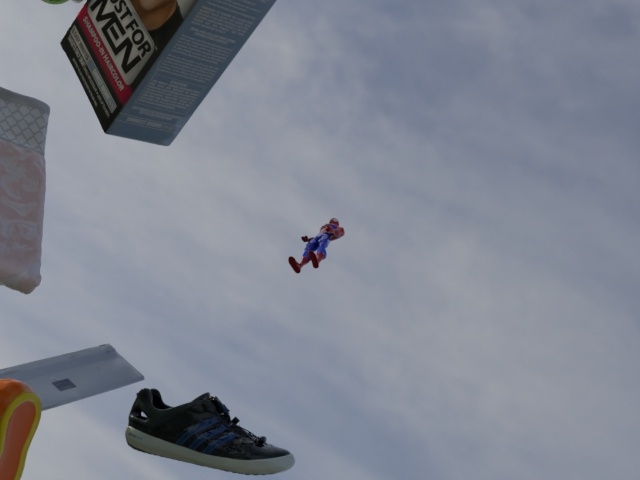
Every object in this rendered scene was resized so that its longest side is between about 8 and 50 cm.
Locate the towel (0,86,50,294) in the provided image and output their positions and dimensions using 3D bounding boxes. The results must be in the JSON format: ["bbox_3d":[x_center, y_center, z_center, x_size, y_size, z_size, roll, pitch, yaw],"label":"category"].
[{"bbox_3d":[-0.495,-0.110,1.312,0.332,0.317,0.053,22,-47,-32],"label":"towel"}]

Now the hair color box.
[{"bbox_3d":[-0.168,-0.319,1.327,0.374,0.113,0.185,-48,-124,27],"label":"hair color box"}]

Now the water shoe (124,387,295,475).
[{"bbox_3d":[-0.125,0.215,1.202,0.203,0.080,0.073,9,-6,9],"label":"water shoe"}]

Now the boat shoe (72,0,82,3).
[{"bbox_3d":[-0.392,-0.436,1.801,0.137,0.043,0.049,8,-37,54],"label":"boat shoe"}]

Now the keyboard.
[{"bbox_3d":[-0.313,0.168,1.256,0.072,0.256,0.014,43,-67,19],"label":"keyboard"}]

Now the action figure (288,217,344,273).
[{"bbox_3d":[0.000,0.000,1.117,0.038,0.115,0.030,-21,-79,24],"label":"action figure"}]

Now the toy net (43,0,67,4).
[{"bbox_3d":[-0.390,-0.444,1.462,0.122,0.045,0.232,-29,-44,1],"label":"toy net"}]

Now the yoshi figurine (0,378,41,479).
[{"bbox_3d":[-0.422,0.099,0.885,0.362,0.203,0.203,17,-35,21],"label":"yoshi figurine"}]
